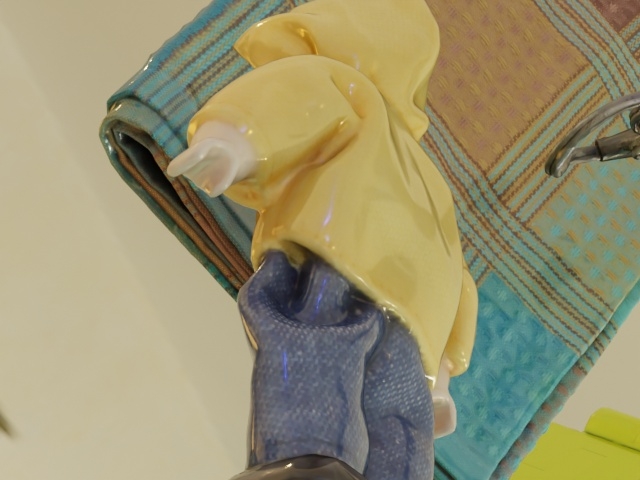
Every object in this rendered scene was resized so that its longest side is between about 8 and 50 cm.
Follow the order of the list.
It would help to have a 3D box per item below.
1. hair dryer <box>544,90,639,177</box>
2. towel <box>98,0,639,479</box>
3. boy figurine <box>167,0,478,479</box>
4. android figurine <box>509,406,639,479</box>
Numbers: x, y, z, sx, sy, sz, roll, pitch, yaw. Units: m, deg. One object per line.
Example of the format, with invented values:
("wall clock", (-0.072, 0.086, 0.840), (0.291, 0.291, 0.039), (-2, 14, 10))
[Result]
("hair dryer", (0.252, -0.090, 0.835), (0.223, 0.293, 0.080), (-2, -81, 44))
("towel", (0.079, -0.062, 0.990), (0.271, 0.370, 0.040), (49, -39, -8))
("boy figurine", (0.000, 0.000, 0.727), (0.092, 0.285, 0.177), (-22, -44, 25))
("android figurine", (0.171, 0.196, 1.341), (0.273, 0.248, 0.056), (16, -58, 48))
